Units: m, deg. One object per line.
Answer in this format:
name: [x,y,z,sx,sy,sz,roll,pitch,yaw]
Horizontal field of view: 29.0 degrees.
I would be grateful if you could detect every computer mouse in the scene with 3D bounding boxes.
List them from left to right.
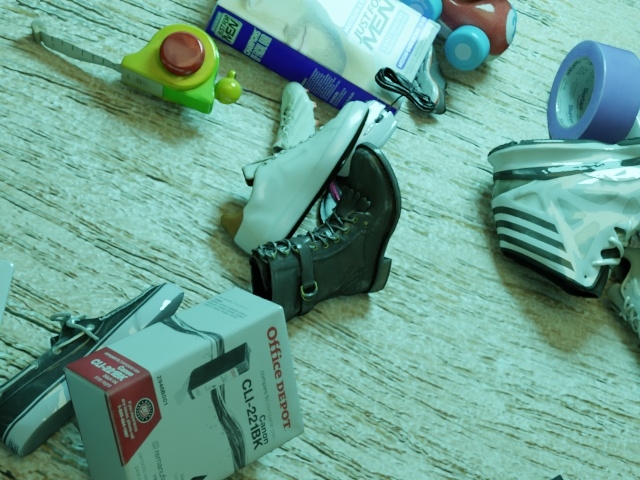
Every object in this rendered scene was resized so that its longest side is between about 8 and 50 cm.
computer mouse: [0.084,-0.179,1.940,0.106,0.042,0.193,42,83,-5]

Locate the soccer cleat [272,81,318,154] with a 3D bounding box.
soccer cleat: [-0.043,-0.166,1.950,0.076,0.068,0.196,-1,66,-22]

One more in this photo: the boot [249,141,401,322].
boot: [0.000,0.000,1.786,0.229,0.263,0.091,-14,25,-35]

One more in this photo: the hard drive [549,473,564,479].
hard drive: [0.351,0.422,1.812,0.094,0.022,0.135,-20,71,-32]

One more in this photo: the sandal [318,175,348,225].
sandal: [0.039,-0.078,1.949,0.067,0.040,0.179,18,56,-15]

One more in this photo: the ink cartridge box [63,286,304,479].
ink cartridge box: [-0.166,0.205,1.588,0.273,0.114,0.197,-26,118,-34]

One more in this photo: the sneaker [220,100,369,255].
sneaker: [-0.042,-0.112,1.850,0.123,0.106,0.290,35,77,7]

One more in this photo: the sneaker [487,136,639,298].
sneaker: [0.500,-0.034,2.019,0.447,0.169,0.257,-2,84,4]

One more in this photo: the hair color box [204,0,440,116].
hair color box: [0.005,-0.348,2.030,0.339,0.110,0.185,29,67,-5]

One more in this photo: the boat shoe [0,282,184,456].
boat shoe: [-0.312,0.144,1.621,0.105,0.113,0.306,42,69,10]

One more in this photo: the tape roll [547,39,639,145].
tape roll: [0.476,-0.249,2.156,0.080,0.189,0.189,12,58,-19]

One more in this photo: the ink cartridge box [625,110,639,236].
ink cartridge box: [0.642,-0.110,2.193,0.207,0.119,0.353,-4,63,-25]

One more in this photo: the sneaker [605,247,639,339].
sneaker: [0.529,0.122,2.034,0.121,0.099,0.262,8,51,-11]

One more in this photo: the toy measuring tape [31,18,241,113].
toy measuring tape: [-0.270,-0.296,1.896,0.330,0.121,0.121,22,55,-1]

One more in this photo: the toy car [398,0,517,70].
toy car: [0.285,-0.450,2.123,0.210,0.238,0.219,41,36,2]

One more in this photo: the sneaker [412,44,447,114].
sneaker: [0.187,-0.279,2.136,0.065,0.061,0.158,28,49,-42]

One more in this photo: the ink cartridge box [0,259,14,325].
ink cartridge box: [-0.466,0.180,1.467,0.121,0.211,0.289,16,58,-17]
